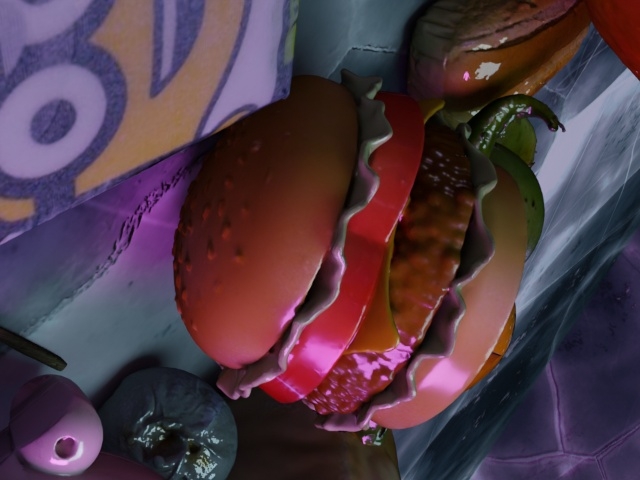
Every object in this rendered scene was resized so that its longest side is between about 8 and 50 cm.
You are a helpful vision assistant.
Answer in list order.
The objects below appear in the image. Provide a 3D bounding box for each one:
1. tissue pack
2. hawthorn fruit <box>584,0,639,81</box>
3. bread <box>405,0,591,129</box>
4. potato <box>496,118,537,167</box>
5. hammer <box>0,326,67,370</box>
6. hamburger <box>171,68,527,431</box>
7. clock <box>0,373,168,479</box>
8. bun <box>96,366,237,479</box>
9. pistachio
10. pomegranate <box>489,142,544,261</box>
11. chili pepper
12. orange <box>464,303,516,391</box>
[{"bbox_3d":[-0.147,-0.119,0.401,0.311,0.128,0.228,-34,149,-35],"label":"tissue pack"},{"bbox_3d":[0.407,-0.316,0.733,0.472,0.471,0.472,-40,154,-24],"label":"hawthorn fruit"},{"bbox_3d":[0.190,-0.209,0.904,0.236,0.106,0.140,-40,152,-26],"label":"bread"},{"bbox_3d":[0.194,-0.116,1.055,0.117,0.090,0.225,-31,152,6],"label":"potato"},{"bbox_3d":[-0.244,0.053,0.605,0.058,0.029,0.292,-46,158,-8],"label":"hammer"},{"bbox_3d":[0.000,0.000,0.679,0.274,0.212,0.274,-52,-156,33],"label":"hamburger"},{"bbox_3d":[-0.197,0.312,0.658,0.342,0.326,0.184,-38,-162,-12],"label":"clock"},{"bbox_3d":[-0.144,0.187,0.824,0.141,0.141,0.083,-43,-179,-19],"label":"bun"},{"bbox_3d":[-0.077,0.338,0.950,0.281,0.365,0.445,48,66,-25],"label":"pistachio"},{"bbox_3d":[0.130,-0.005,0.931,0.224,0.181,0.181,-61,157,-5],"label":"pomegranate"},{"bbox_3d":[0.103,0.019,0.820,0.359,0.085,0.076,-61,152,4],"label":"chili pepper"},{"bbox_3d":[0.124,0.097,1.078,0.234,0.234,0.182,-32,106,-37],"label":"orange"}]
